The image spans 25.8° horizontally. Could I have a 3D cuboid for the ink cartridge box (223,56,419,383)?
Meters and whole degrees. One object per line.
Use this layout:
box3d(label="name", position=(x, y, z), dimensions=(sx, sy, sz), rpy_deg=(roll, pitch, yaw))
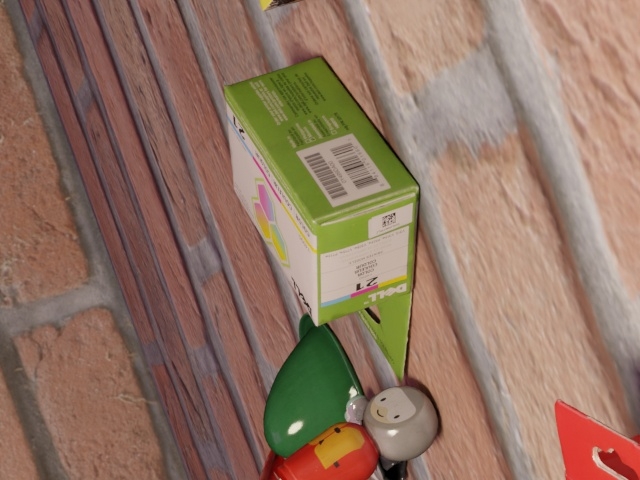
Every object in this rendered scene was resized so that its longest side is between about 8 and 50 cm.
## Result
box3d(label="ink cartridge box", position=(0.000, 0.000, 1.233), dimensions=(0.255, 0.097, 0.189), rpy_deg=(90, 155, -46))

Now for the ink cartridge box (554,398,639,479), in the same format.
box3d(label="ink cartridge box", position=(0.215, 0.198, 0.795), dimensions=(0.134, 0.078, 0.231), rpy_deg=(-153, 46, -66))

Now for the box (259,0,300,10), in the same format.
box3d(label="box", position=(0.015, -0.221, 0.954), dimensions=(0.232, 0.087, 0.058), rpy_deg=(153, 99, -75))

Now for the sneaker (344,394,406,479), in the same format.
box3d(label="sneaker", position=(0.061, 0.201, 1.377), dimensions=(0.098, 0.038, 0.069), rpy_deg=(66, 164, -18))

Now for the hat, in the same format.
box3d(label="hat", position=(-0.057, 0.199, 1.485), dimensions=(0.173, 0.184, 0.208), rpy_deg=(91, 154, -49))

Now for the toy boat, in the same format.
box3d(label="toy boat", position=(0.100, 0.285, 1.200), dimensions=(0.318, 0.148, 0.267), rpy_deg=(59, 166, 13))
